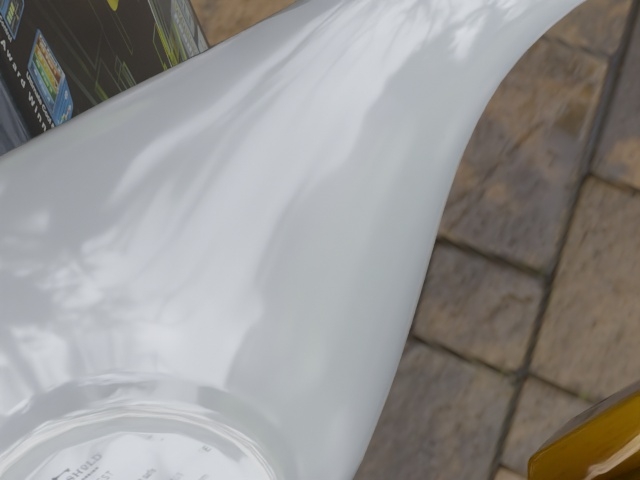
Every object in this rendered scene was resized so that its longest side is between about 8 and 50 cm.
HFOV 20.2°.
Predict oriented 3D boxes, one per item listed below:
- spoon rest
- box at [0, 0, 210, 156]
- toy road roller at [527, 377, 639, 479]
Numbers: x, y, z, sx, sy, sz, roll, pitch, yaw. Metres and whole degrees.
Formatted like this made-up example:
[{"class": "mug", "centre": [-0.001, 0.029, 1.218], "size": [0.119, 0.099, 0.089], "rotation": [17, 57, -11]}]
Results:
[{"class": "spoon rest", "centre": [0.000, 0.000, 0.397], "size": [0.276, 0.084, 0.137], "rotation": [-36, 127, 17]}, {"class": "box", "centre": [-0.133, -0.093, 0.748], "size": [0.097, 0.318, 0.395], "rotation": [-17, 123, 8]}, {"class": "toy road roller", "centre": [0.120, 0.158, 0.573], "size": [0.329, 0.240, 0.202], "rotation": [-33, 84, 13]}]
